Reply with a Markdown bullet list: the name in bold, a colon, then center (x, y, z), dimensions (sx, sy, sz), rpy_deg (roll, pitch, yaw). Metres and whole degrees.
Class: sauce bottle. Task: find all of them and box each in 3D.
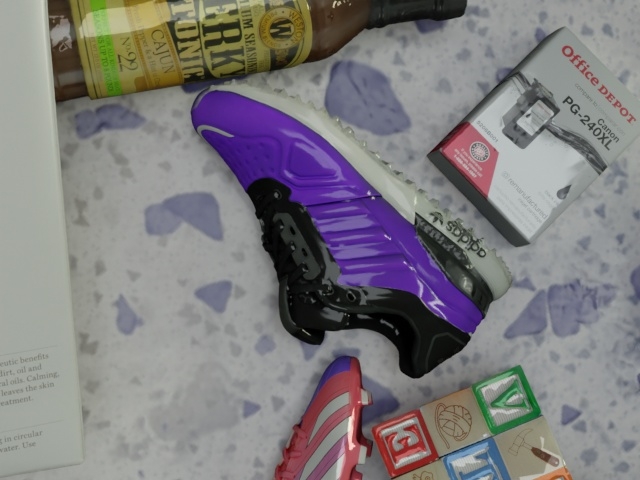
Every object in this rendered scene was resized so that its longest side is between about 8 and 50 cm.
- **sauce bottle**: center (-0.057, -0.188, 1.101), dimensions (0.344, 0.111, 0.111), rpy_deg (-11, 88, -5)

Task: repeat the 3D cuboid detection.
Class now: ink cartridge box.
- **ink cartridge box**: center (0.181, -0.085, 1.140), dimensions (0.150, 0.063, 0.109), rpy_deg (-45, 91, -6)

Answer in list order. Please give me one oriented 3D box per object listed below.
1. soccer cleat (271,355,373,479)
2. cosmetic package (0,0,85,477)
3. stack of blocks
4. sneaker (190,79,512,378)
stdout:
- **soccer cleat**: center (-0.015, 0.212, 1.101), dimensions (0.095, 0.083, 0.248), rpy_deg (8, 86, 7)
- **cosmetic package**: center (-0.287, -0.017, 0.987), dimensions (0.197, 0.155, 0.365), rpy_deg (-6, 101, -21)
- **stack of blocks**: center (0.174, 0.251, 1.062), dimensions (0.171, 0.087, 0.297), rpy_deg (-23, 74, 2)
- **sneaker**: center (0.000, 0.000, 1.089), dimensions (0.293, 0.102, 0.146), rpy_deg (36, 74, -2)
